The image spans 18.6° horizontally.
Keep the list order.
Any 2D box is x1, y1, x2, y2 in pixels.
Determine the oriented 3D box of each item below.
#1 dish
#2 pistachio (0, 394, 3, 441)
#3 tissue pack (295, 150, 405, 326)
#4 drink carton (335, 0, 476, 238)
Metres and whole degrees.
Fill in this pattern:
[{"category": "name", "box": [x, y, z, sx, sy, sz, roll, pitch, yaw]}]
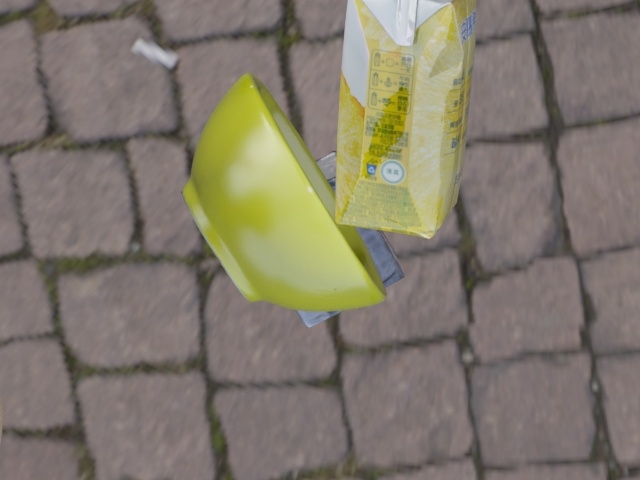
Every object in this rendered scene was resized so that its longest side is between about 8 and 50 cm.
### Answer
[{"category": "dish", "box": [-0.046, -0.028, 1.677, 0.108, 0.262, 0.221, -31, 99, 3]}, {"category": "pistachio", "box": [-0.357, 0.163, 1.409, 0.230, 0.230, 0.309, 35, 92, -5]}, {"category": "tissue pack", "box": [0.000, 0.000, 1.875, 0.112, 0.051, 0.156, -27, 129, 5]}, {"category": "drink carton", "box": [0.051, -0.107, 1.129, 0.075, 0.084, 0.200, 11, 115, 16]}]
